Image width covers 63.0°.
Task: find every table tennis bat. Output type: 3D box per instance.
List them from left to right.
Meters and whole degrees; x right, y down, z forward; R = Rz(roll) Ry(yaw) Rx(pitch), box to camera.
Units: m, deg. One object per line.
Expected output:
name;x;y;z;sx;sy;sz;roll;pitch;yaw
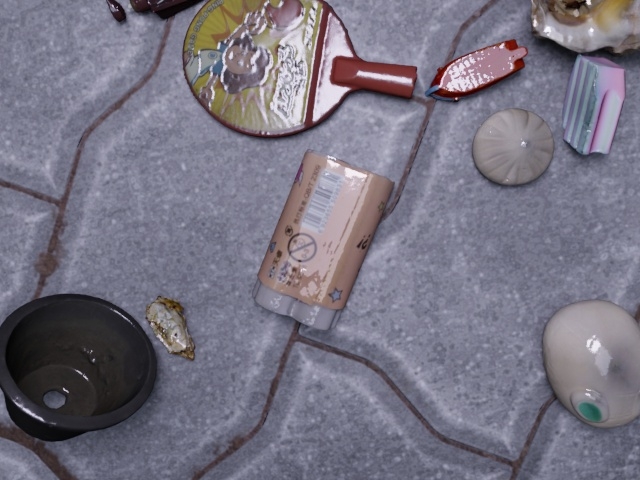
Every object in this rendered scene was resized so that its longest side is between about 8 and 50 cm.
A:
table tennis bat;-0.040;-0.306;0.915;0.416;0.051;0.267;11;97;4

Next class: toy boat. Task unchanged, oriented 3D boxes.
toy boat;0.263;-0.287;0.896;0.173;0.059;0.069;-22;95;12

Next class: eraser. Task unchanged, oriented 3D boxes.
eraser;0.000;0.000;0.931;0.171;0.087;0.290;22;97;3

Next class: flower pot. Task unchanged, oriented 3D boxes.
flower pot;-0.448;0.243;0.923;0.269;0.269;0.166;41;120;-2

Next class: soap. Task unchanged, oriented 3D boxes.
soap;0.453;-0.230;0.870;0.057;0.100;0.148;-4;122;-2

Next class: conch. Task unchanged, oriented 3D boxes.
conch;0.442;-0.428;0.803;0.264;0.186;0.323;-18;120;6

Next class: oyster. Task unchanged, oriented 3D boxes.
oyster;-0.284;0.168;0.992;0.086;0.029;0.132;-3;100;9

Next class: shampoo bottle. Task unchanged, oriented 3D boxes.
shampoo bottle;-0.251;-0.437;0.897;0.237;0.067;0.068;-20;99;7

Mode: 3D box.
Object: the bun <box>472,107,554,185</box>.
bun;0.336;-0.159;0.890;0.139;0.094;0.138;0;98;0

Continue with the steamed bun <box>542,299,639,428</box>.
steamed bun;0.490;0.220;0.909;0.177;0.131;0.227;-9;94;3
